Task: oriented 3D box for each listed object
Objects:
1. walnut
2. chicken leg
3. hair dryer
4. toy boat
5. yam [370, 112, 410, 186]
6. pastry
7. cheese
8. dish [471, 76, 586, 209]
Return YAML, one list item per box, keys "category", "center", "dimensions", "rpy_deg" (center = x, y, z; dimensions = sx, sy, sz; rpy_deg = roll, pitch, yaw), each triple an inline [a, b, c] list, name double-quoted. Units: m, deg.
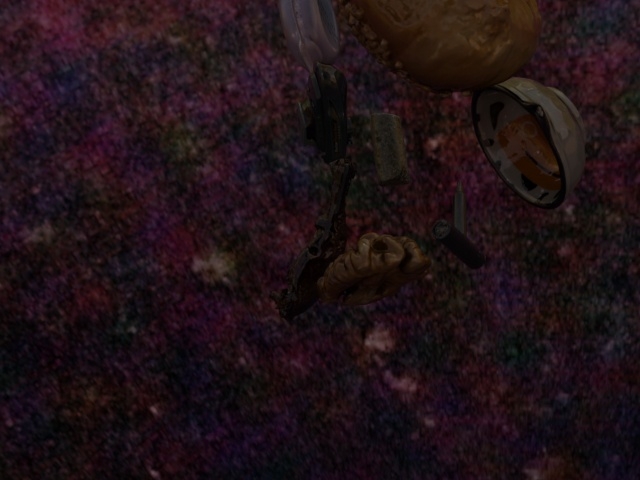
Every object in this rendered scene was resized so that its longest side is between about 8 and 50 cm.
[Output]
- category: "walnut"
  center: [0.069, 0.038, 1.319]
  dimensions: [0.143, 0.170, 0.069]
  rpy_deg: [7, 62, -33]
- category: "chicken leg"
  center: [0.000, 0.000, 1.392]
  dimensions: [0.051, 0.106, 0.253]
  rpy_deg: [21, 88, 27]
- category: "hair dryer"
  center: [0.286, -0.056, 2.015]
  dimensions: [0.050, 0.173, 0.195]
  rpy_deg: [-18, 59, 26]
- category: "toy boat"
  center: [0.004, -0.139, 0.996]
  dimensions: [0.060, 0.141, 0.055]
  rpy_deg: [-13, 62, -4]
- category: "yam"
  center: [0.159, -0.211, 2.196]
  dimensions: [0.078, 0.078, 0.179]
  rpy_deg: [-7, 76, 7]
- category: "pastry"
  center: [0.189, -0.416, 1.627]
  dimensions: [0.245, 0.409, 0.409]
  rpy_deg: [-44, 42, 33]
- category: "cheese"
  center: [-0.014, -0.300, 1.228]
  dimensions: [0.052, 0.135, 0.244]
  rpy_deg: [-14, 48, 15]
- category: "dish"
  center: [0.415, -0.207, 1.822]
  dimensions: [0.120, 0.303, 0.303]
  rpy_deg: [-32, 53, -14]
